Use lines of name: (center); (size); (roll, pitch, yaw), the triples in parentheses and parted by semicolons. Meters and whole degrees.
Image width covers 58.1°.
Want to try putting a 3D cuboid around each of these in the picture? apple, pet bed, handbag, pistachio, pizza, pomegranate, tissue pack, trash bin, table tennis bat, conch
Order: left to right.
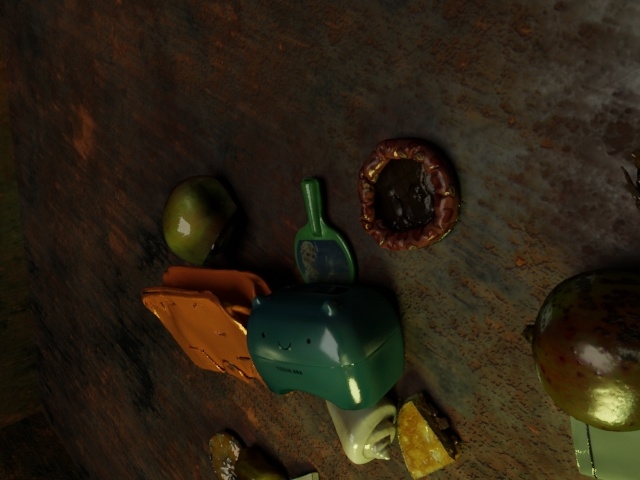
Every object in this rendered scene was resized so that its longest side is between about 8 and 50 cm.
apple: (-0.286, -0.042, 1.351); (0.188, 0.174, 0.207); (-37, 61, 45)
handbag: (-0.228, 0.203, 1.344); (0.410, 0.116, 0.303); (0, 127, 48)
pistachio: (-0.166, 0.624, 1.516); (0.189, 0.100, 0.110); (23, 116, 39)
table tennis bat: (0.000, 0.000, 1.147); (0.160, 0.039, 0.257); (6, 111, 44)
tissue pack: (0.003, 0.178, 1.079); (0.287, 0.198, 0.206); (1, 112, 43)
conch: (0.079, 0.328, 1.147); (0.158, 0.127, 0.255); (77, 171, -46)
pet bed: (0.140, -0.075, 0.951); (0.201, 0.053, 0.201); (14, 112, 39)
pizza: (0.200, 0.371, 1.061); (0.134, 0.046, 0.175); (25, 122, 41)
trash bin: (0.416, 0.272, 0.778); (0.130, 0.059, 0.116); (-4, 102, 47)
pomegranate: (0.367, 0.146, 0.679); (0.246, 0.198, 0.198); (46, 133, 28)

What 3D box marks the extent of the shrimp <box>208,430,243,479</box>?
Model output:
shrimp: (-0.236, 0.697, 1.653); (0.164, 0.062, 0.317); (-15, 91, 46)

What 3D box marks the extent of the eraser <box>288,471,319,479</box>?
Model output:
eraser: (-0.035, 0.644, 1.383); (0.104, 0.023, 0.150); (-37, 49, 40)

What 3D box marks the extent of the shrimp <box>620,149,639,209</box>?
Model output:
shrimp: (0.445, -0.001, 0.621); (0.152, 0.063, 0.287); (-22, 61, 11)
